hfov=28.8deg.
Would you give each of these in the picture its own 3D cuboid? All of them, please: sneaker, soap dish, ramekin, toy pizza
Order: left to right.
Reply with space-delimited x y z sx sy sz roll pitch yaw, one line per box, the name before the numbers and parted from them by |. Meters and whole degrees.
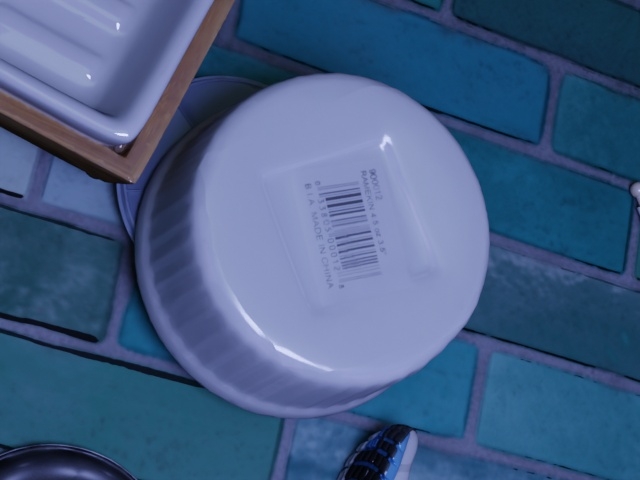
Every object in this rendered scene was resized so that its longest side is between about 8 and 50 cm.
soap dish | -0.194 -0.203 1.000 0.229 0.118 0.290 28 62 -8
toy pizza | -0.078 -0.044 1.072 0.201 0.032 0.201 5 77 -20
ramekin | 0.000 0.000 1.000 0.277 0.135 0.277 5 76 -19
sneaker | 0.047 0.247 1.035 0.083 0.071 0.190 29 77 -19

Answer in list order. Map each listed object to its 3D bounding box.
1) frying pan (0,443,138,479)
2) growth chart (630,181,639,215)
frying pan | -0.232 0.195 0.947 0.197 0.053 0.326 -24 90 -25
growth chart | 0.429 -0.002 1.263 0.237 0.021 0.172 -7 79 -22
